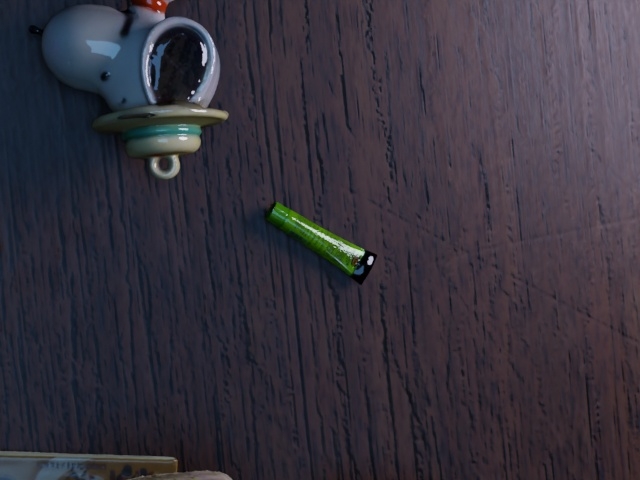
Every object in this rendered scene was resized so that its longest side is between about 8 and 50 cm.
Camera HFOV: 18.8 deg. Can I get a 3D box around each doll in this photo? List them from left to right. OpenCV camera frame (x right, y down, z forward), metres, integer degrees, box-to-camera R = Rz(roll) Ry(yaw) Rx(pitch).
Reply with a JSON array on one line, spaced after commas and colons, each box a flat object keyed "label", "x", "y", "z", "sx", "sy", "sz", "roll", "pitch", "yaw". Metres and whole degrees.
[{"label": "doll", "x": -0.142, "y": -0.219, "z": 1.879, "sx": 0.208, "sy": 0.144, "sz": 0.271, "roll": 40, "pitch": 89, "yaw": 0}]

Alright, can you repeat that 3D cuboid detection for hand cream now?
[{"label": "hand cream", "x": 0.000, "y": 0.000, "z": 1.973, "sx": 0.122, "sy": 0.023, "sz": 0.036, "roll": 31, "pitch": 75, "yaw": -12}]

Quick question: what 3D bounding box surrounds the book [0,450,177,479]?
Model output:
[{"label": "book", "x": -0.254, "y": 0.360, "z": 1.940, "sx": 0.208, "sy": 0.020, "sz": 0.295, "roll": 3, "pitch": 92, "yaw": -12}]

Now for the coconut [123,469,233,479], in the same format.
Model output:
[{"label": "coconut", "x": -0.150, "y": 0.357, "z": 1.817, "sx": 0.297, "sy": 0.254, "sz": 0.297, "roll": -11, "pitch": 124, "yaw": -16}]
